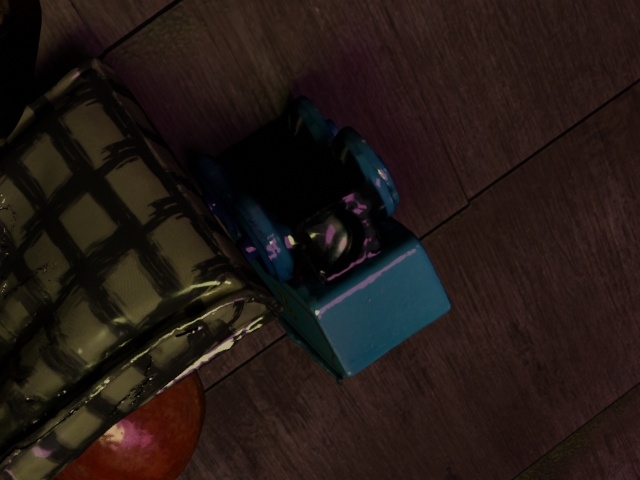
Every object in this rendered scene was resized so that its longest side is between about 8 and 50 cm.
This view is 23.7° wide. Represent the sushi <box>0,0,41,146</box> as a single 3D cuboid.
[{"bbox_3d":[-0.379,-0.187,1.441,0.213,0.204,0.200,-12,164,18],"label":"sushi"}]

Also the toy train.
[{"bbox_3d":[0.000,0.000,1.703,0.188,0.300,0.265,-32,119,-10],"label":"toy train"}]

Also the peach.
[{"bbox_3d":[-0.251,0.168,1.710,0.232,0.232,0.257,-44,136,0],"label":"peach"}]

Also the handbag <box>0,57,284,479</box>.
[{"bbox_3d":[-0.259,0.034,1.559,0.327,0.325,0.162,-38,162,2],"label":"handbag"}]
